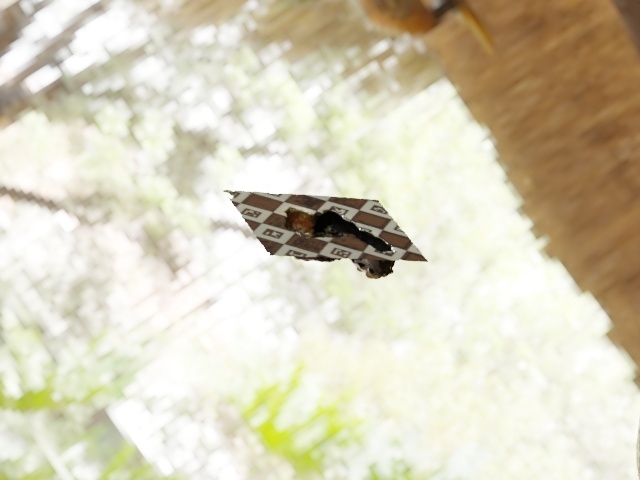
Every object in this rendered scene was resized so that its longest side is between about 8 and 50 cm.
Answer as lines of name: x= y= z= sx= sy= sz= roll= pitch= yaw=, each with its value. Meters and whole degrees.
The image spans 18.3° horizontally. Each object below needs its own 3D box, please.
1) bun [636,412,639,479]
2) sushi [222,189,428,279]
bun: x=0.422 y=0.187 z=1.708 sx=0.187 sy=0.293 sz=0.293 roll=-111 pitch=176 yaw=-55
sushi: x=0.000 y=0.000 z=1.457 sx=0.120 sy=0.126 sz=0.026 roll=-125 pitch=-138 yaw=-59
